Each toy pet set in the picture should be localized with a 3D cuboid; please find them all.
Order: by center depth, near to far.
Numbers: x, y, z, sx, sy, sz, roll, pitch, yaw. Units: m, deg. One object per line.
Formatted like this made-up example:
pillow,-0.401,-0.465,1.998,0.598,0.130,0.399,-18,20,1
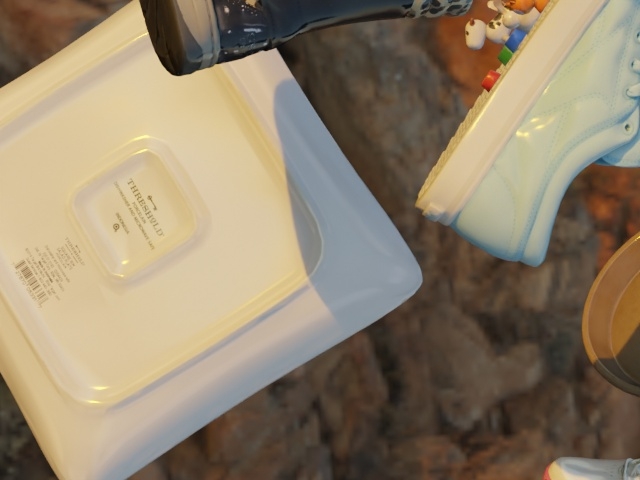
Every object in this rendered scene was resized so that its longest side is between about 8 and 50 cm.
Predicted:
toy pet set,0.121,-0.170,1.010,0.114,0.065,0.122,-55,178,-9

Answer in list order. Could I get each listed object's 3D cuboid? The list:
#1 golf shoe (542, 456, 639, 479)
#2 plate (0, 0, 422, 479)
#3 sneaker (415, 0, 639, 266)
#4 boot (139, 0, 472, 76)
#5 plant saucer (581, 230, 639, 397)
golf shoe,0.402,0.271,1.710,0.115,0.306,0.140,-62,163,-62
plate,-0.118,-0.014,1.024,0.277,0.278,0.045,58,2,10
sneaker,0.241,-0.140,1.365,0.366,0.150,0.135,-55,-176,6
boot,-0.019,-0.214,0.823,0.085,0.178,0.236,175,-95,-73
plant saucer,0.428,0.071,1.750,0.041,0.278,0.278,49,38,-35
